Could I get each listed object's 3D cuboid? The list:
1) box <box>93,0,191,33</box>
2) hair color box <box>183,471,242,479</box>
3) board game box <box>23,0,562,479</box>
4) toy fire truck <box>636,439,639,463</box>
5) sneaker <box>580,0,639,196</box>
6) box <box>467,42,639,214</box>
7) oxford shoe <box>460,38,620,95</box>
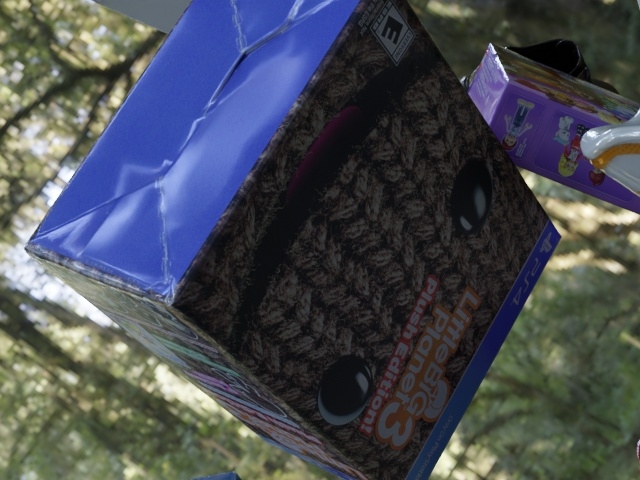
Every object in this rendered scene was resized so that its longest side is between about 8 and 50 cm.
[{"bbox_3d":[-0.086,-0.274,0.831,0.232,0.127,0.148,-49,25,49],"label":"box"},{"bbox_3d":[-0.217,0.367,1.318,0.105,0.347,0.174,-78,-32,-50],"label":"hair color box"},{"bbox_3d":[0.000,0.000,0.800,0.232,0.141,0.291,-59,-43,-15],"label":"board game box"},{"bbox_3d":[0.433,0.238,1.056,0.169,0.302,0.254,-13,-31,-36],"label":"toy fire truck"},{"bbox_3d":[0.207,-0.151,0.489,0.126,0.127,0.321,-97,26,-83],"label":"sneaker"},{"bbox_3d":[0.259,-0.061,0.935,0.201,0.293,0.057,-78,9,-72],"label":"box"},{"bbox_3d":[0.227,-0.139,1.149,0.227,0.083,0.096,-5,-34,-47],"label":"oxford shoe"}]
